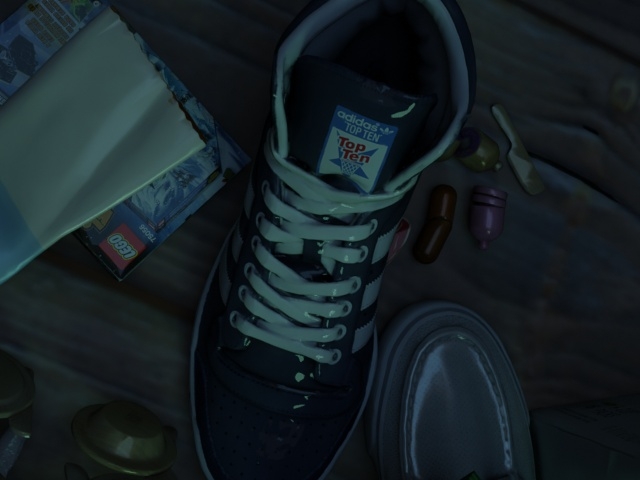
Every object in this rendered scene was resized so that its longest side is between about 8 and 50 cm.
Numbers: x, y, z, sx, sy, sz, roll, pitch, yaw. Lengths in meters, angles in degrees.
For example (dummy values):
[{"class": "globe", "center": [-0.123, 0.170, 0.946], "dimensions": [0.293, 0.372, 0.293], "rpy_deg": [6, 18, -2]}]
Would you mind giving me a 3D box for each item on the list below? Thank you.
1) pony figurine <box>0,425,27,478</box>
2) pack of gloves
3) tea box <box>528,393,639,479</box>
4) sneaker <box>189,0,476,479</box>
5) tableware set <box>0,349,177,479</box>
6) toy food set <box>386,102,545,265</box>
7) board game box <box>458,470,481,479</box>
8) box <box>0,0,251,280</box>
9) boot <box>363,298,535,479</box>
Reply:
[{"class": "pony figurine", "center": [-0.257, 0.230, 0.604], "dimensions": [0.364, 0.303, 0.351], "rpy_deg": [9, 61, -29]}, {"class": "pack of gloves", "center": [-0.200, -0.060, 0.720], "dimensions": [0.232, 0.046, 0.195], "rpy_deg": [-34, 87, 4]}, {"class": "tea box", "center": [0.305, 0.236, 0.754], "dimensions": [0.324, 0.220, 0.329], "rpy_deg": [-8, 92, -11]}, {"class": "sneaker", "center": [0.000, 0.000, 0.712], "dimensions": [0.099, 0.153, 0.282], "rpy_deg": [17, 88, -1]}, {"class": "tableware set", "center": [-0.129, 0.102, 0.704], "dimensions": [0.169, 0.141, 0.020], "rpy_deg": [19, 113, -13]}, {"class": "toy food set", "center": [0.062, -0.023, 0.804], "dimensions": [0.122, 0.019, 0.078], "rpy_deg": [-30, 96, -12]}, {"class": "board game box", "center": [0.010, 0.229, 0.706], "dimensions": [0.260, 0.030, 0.136], "rpy_deg": [-37, 92, 25]}, {"class": "box", "center": [-0.115, -0.060, 0.758], "dimensions": [0.094, 0.027, 0.137], "rpy_deg": [-43, 99, -10]}, {"class": "boot", "center": [0.087, 0.159, 0.756], "dimensions": [0.095, 0.123, 0.258], "rpy_deg": [-8, 92, -13]}]
